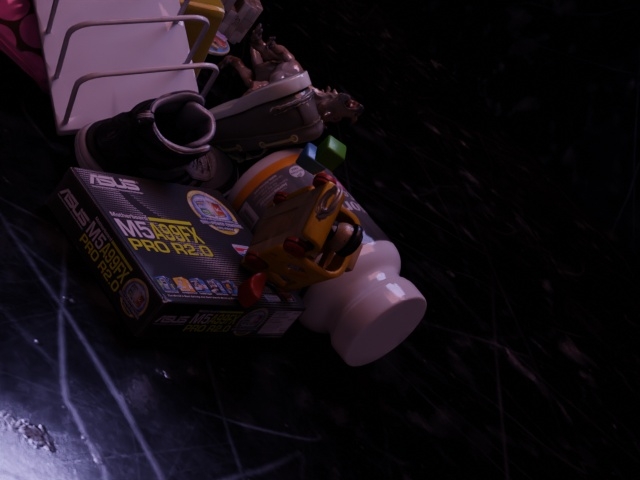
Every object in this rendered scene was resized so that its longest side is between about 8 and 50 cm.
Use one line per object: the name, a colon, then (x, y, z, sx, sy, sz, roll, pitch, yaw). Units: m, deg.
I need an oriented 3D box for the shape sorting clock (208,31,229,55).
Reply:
shape sorting clock: (-0.258, -0.411, 2.107, 0.206, 0.040, 0.206, 35, 21, -15)

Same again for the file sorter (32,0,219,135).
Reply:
file sorter: (-0.254, -0.302, 1.433, 0.193, 0.173, 0.277, -8, 77, -21)

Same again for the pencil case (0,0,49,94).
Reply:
pencil case: (-0.412, -0.288, 1.513, 0.209, 0.095, 0.098, 41, 31, -4)

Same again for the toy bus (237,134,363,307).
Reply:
toy bus: (-0.004, -0.003, 1.312, 0.104, 0.191, 0.202, 33, 22, -21)

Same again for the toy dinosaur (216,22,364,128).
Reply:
toy dinosaur: (-0.065, -0.281, 2.075, 0.200, 0.127, 0.295, 34, 7, -36)

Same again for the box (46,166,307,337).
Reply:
box: (-0.165, 0.019, 1.345, 0.270, 0.060, 0.216, 8, 38, -55)

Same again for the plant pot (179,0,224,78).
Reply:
plant pot: (-0.289, -0.318, 1.655, 0.187, 0.212, 0.212, 10, 34, -30)

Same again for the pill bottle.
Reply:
pill bottle: (0.006, 0.021, 1.494, 0.278, 0.162, 0.162, 50, 22, 26)

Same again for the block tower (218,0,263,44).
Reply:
block tower: (-0.272, -0.515, 2.223, 0.335, 0.097, 0.091, 27, 23, -28)

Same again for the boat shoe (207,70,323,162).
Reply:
boat shoe: (-0.106, -0.158, 1.595, 0.109, 0.305, 0.091, -31, 101, -35)

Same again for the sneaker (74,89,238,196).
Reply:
sneaker: (-0.171, -0.114, 1.454, 0.269, 0.153, 0.101, 9, 65, -50)
